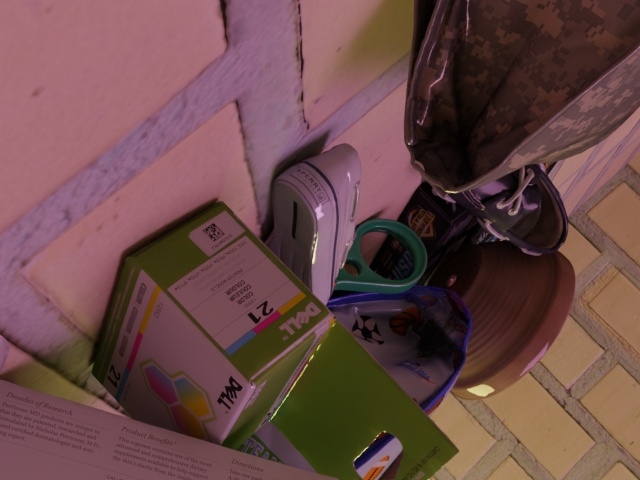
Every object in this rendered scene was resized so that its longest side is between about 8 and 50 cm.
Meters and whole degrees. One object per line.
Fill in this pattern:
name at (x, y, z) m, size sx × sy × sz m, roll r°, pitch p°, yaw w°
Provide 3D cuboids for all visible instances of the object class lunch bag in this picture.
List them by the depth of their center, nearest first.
lunch bag at (0.184, -0.167, 0.701) m, size 0.287 × 0.169 × 0.235 m, roll -56°, pitch 163°, yaw 26°
lunch bag at (-0.015, 0.222, 1.164) m, size 0.386 × 0.239 × 0.327 m, roll -27°, pitch 160°, yaw -27°

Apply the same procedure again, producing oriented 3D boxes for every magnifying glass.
magnifying glass at (0.027, 0.035, 1.059) m, size 0.231 × 0.092 × 0.026 m, roll -21°, pitch 159°, yaw -34°

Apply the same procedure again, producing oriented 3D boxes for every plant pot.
plant pot at (0.210, 0.082, 1.254) m, size 0.237 × 0.110 × 0.237 m, roll -47°, pitch -162°, yaw 20°

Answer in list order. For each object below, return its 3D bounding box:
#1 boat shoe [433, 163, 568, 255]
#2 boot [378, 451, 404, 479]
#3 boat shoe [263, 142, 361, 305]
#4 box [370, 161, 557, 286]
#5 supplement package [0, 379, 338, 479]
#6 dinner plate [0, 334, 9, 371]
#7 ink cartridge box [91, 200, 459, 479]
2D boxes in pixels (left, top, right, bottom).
boat shoe at (0.219, -0.063, 1.109) m, size 0.114 × 0.091 × 0.302 m, roll -60°, pitch 147°, yaw 3°
boot at (0.104, 0.294, 1.230) m, size 0.087 × 0.042 × 0.118 m, roll -57°, pitch 175°, yaw -21°
boat shoe at (0.000, 0.000, 0.848) m, size 0.076 × 0.083 × 0.226 m, roll -36°, pitch 164°, yaw -24°
box at (0.204, -0.032, 1.352) m, size 0.293 × 0.073 × 0.295 m, roll -35°, pitch 163°, yaw -32°
supplement package at (-0.149, 0.246, 0.723) m, size 0.204 × 0.262 × 0.145 m, roll 121°, pitch -15°, yaw -49°
dinner plate at (-0.255, 0.111, 0.603) m, size 0.141 × 0.017 × 0.141 m, roll -42°, pitch 166°, yaw -13°
ink cartridge box at (-0.045, 0.126, 0.729) m, size 0.097 × 0.255 × 0.188 m, roll -35°, pitch 164°, yaw -37°
